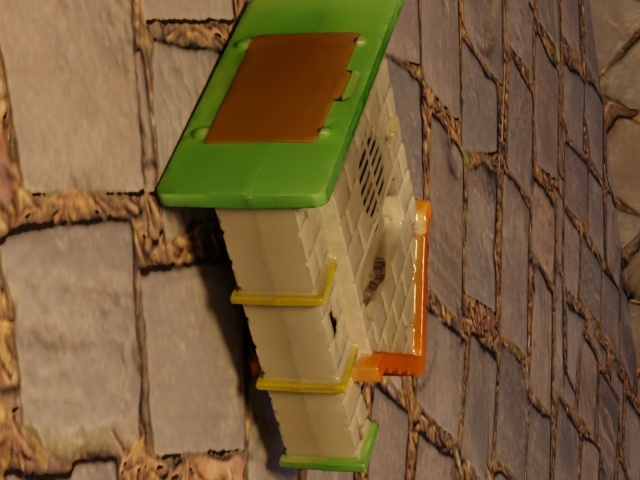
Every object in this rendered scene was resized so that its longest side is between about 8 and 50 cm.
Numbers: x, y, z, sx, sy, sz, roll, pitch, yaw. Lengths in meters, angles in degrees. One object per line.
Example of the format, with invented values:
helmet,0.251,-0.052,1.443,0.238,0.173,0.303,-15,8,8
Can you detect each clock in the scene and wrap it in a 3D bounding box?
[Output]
clock,0.000,0.000,1.155,0.220,0.106,0.255,-69,154,-47
